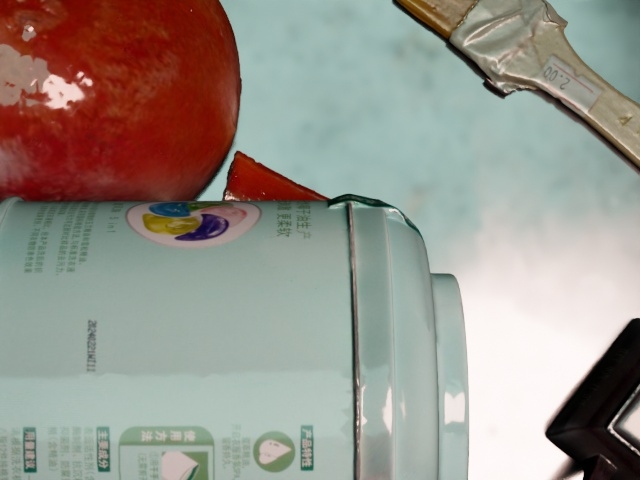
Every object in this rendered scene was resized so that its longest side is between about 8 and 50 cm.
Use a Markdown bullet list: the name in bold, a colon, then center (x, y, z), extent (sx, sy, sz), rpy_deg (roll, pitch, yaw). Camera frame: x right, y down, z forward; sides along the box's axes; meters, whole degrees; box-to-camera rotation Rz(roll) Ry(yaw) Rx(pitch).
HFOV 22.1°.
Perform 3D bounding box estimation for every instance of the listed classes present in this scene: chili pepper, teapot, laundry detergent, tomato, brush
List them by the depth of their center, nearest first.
- **laundry detergent**: center (-0.060, 0.112, 1.111), extent (0.305, 0.287, 0.287), rpy_deg (0, 84, -1)
- **tomato**: center (-0.206, -0.118, 1.189), extent (0.309, 0.170, 0.309), rpy_deg (0, 85, -2)
- **teapot**: center (0.245, 0.125, 1.227), extent (0.087, 0.096, 0.177), rpy_deg (39, 83, 1)
- **chili pepper**: center (0.001, -0.004, 1.248), extent (0.169, 0.065, 0.088), rpy_deg (15, 101, -6)
- **brush**: center (0.209, -0.117, 1.287), extent (0.336, 0.020, 0.085), rpy_deg (37, 83, 1)
